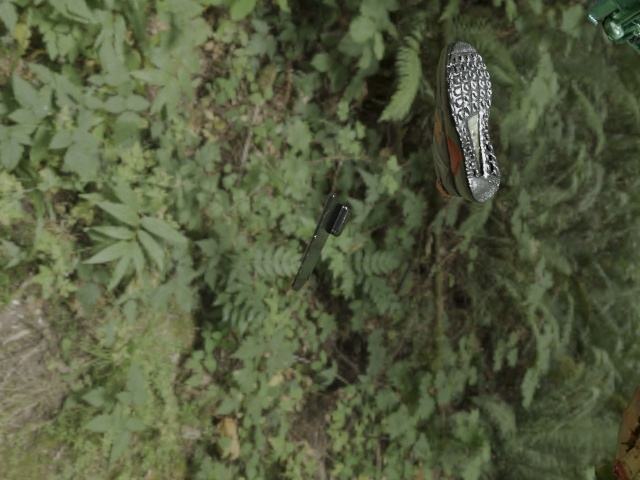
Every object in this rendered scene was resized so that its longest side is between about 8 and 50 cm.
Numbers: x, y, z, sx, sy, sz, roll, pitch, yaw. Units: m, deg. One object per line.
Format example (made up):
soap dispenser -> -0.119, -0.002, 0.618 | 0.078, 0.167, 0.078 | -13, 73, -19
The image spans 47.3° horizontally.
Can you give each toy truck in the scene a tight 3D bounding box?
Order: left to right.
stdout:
toy truck -> 0.325, -0.196, 0.671 | 0.175, 0.067, 0.081 | 30, 58, -23

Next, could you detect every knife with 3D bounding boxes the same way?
knife -> 0.000, 0.000, 0.546 | 0.245, 0.019, 0.072 | -23, 138, -85

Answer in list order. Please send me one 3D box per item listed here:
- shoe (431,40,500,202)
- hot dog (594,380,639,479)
shoe -> 0.162, -0.141, 0.893 | 0.074, 0.077, 0.194 | -15, 99, -33
hot dog -> 0.237, 0.153, 0.477 | 0.104, 0.076, 0.250 | 50, -19, 38
